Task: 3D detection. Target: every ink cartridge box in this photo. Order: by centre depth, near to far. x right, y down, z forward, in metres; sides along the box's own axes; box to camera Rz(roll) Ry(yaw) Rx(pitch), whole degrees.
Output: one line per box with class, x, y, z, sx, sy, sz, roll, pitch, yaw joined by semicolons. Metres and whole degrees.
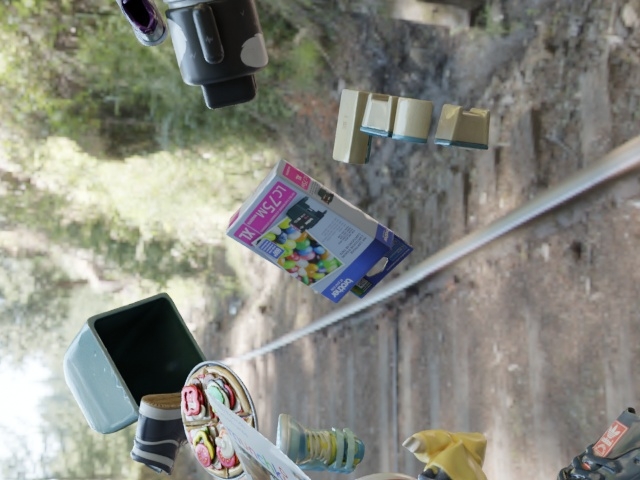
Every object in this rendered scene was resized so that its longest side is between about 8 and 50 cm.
ink cartridge box;0.000;0.000;1.715;0.186;0.311;0.065;-47;20;36

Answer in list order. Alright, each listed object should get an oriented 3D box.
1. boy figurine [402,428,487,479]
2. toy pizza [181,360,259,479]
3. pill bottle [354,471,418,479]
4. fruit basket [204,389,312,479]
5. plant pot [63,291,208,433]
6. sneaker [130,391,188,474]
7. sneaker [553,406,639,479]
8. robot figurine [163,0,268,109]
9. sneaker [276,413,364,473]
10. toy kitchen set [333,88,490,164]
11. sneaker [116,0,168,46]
boy figurine;0.183;0.346;1.323;0.092;0.177;0.285;-39;3;21
toy pizza;-0.175;0.299;1.504;0.201;0.032;0.201;7;99;46
pill bottle;0.137;0.613;1.607;0.363;0.210;0.210;-109;22;-45
fruit basket;0.017;0.342;0.893;0.327;0.165;0.353;29;152;45
plant pot;-0.445;0.307;2.111;0.252;0.247;0.248;-39;78;38
sneaker;-0.294;0.410;1.947;0.282;0.099;0.153;14;-90;-57
sneaker;0.289;0.255;0.946;0.131;0.350;0.148;-136;36;-81
robot figurine;-0.200;-0.394;1.726;0.209;0.174;0.278;10;119;50
sneaker;0.002;0.495;2.222;0.319;0.208;0.127;76;-164;-73
toy kitchen set;0.149;-0.173;1.510;0.207;0.166;0.122;24;108;57
sneaker;-0.360;-0.478;1.725;0.223;0.083;0.098;57;179;2
